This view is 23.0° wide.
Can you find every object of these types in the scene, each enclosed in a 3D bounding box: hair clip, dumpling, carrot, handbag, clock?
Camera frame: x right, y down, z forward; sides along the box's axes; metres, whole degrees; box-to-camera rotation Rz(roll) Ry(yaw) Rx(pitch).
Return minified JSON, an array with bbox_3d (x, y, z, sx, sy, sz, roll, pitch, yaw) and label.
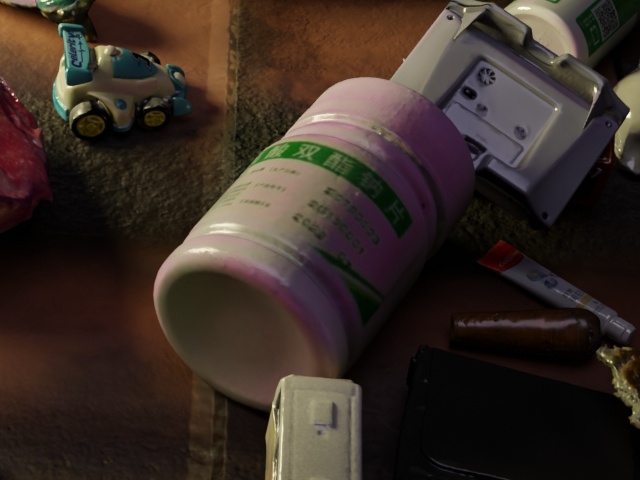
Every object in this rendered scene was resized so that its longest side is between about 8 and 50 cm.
[{"bbox_3d":[-0.403,-0.353,2.000,0.358,0.110,0.095,37,11,31],"label":"hair clip"},{"bbox_3d":[0.425,-0.155,1.921,0.150,0.092,0.176,21,39,-8],"label":"dumpling"},{"bbox_3d":[0.217,0.095,1.661,0.161,0.055,0.055,4,45,-2],"label":"carrot"},{"bbox_3d":[0.191,0.216,1.521,0.246,0.080,0.223,15,37,-1],"label":"handbag"},{"bbox_3d":[0.201,-0.141,1.734,0.253,0.083,0.186,34,69,5],"label":"clock"}]

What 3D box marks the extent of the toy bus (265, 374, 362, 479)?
[{"bbox_3d":[-0.005,0.282,1.379,0.097,0.138,0.343,7,43,-6],"label":"toy bus"}]

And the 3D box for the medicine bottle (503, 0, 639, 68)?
[{"bbox_3d":[0.340,-0.302,2.016,0.133,0.133,0.274,31,50,21],"label":"medicine bottle"}]

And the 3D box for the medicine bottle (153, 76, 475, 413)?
[{"bbox_3d":[0.000,0.000,1.609,0.212,0.212,0.325,26,48,17],"label":"medicine bottle"}]

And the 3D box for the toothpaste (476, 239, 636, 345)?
[{"bbox_3d":[0.260,0.057,1.721,0.190,0.031,0.048,33,53,26],"label":"toothpaste"}]

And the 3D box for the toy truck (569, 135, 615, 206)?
[{"bbox_3d":[0.212,-0.118,1.831,0.252,0.107,0.114,9,55,-3],"label":"toy truck"}]

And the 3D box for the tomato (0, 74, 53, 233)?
[{"bbox_3d":[-0.446,-0.111,1.665,0.335,0.176,0.290,38,20,-14],"label":"tomato"}]

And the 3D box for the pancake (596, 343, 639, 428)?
[{"bbox_3d":[0.375,0.186,1.552,0.244,0.057,0.266,42,39,19],"label":"pancake"}]

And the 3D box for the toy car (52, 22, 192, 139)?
[{"bbox_3d":[-0.232,-0.192,1.842,0.161,0.098,0.126,-4,48,-10],"label":"toy car"}]
